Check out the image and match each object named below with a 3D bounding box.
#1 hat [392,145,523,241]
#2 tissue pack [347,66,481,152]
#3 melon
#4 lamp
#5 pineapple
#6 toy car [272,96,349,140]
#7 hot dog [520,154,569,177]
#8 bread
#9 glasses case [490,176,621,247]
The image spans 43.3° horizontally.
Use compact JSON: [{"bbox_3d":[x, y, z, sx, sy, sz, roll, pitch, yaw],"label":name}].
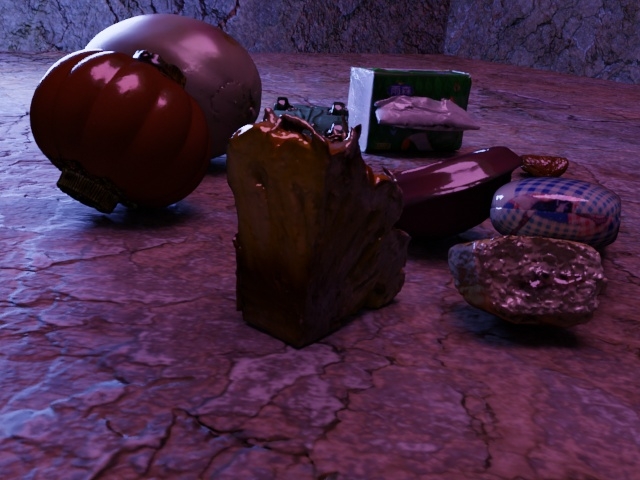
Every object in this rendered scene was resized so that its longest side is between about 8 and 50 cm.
[{"bbox_3d":[0.145,-0.049,0.959,0.205,0.089,0.205,-16,5,1],"label":"hat"},{"bbox_3d":[0.171,-0.235,1.471,0.208,0.148,0.156,-2,19,-23],"label":"tissue pack"},{"bbox_3d":[-0.234,-0.237,1.256,0.316,0.223,0.223,18,22,28],"label":"melon"},{"bbox_3d":[-0.238,-0.132,0.973,0.223,0.197,0.223,24,-14,7],"label":"lamp"},{"bbox_3d":[0.000,0.000,0.709,0.114,0.236,0.186,15,59,42],"label":"pineapple"},{"bbox_3d":[-0.027,-0.159,1.266,0.141,0.097,0.321,4,19,1],"label":"toy car"},{"bbox_3d":[0.376,-0.126,1.367,0.083,0.035,0.058,3,18,-5],"label":"hot dog"},{"bbox_3d":[0.184,0.037,0.732,0.125,0.082,0.106,3,-8,-7],"label":"bread"},{"bbox_3d":[0.265,-0.029,0.898,0.125,0.076,0.327,5,2,19],"label":"glasses case"}]
